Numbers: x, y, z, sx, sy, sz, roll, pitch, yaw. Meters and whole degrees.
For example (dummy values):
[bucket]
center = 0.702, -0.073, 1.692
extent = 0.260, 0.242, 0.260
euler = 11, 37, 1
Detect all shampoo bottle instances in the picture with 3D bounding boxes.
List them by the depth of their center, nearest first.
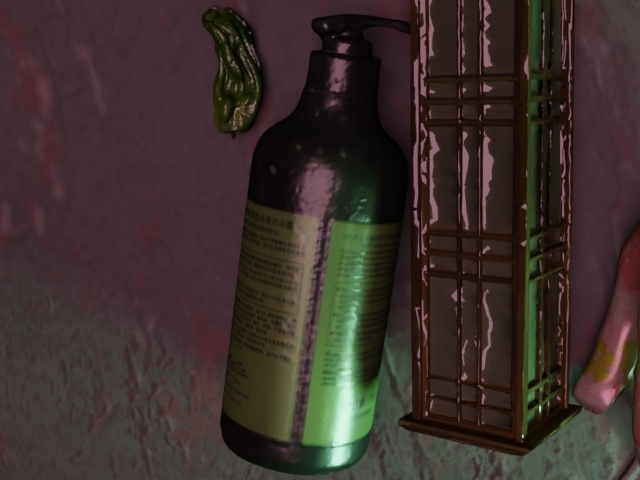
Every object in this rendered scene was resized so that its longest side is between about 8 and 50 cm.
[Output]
[shampoo bottle]
center = 0.000, 0.000, 0.562
extent = 0.101, 0.101, 0.284
euler = 9, 101, 11

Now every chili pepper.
[chili pepper]
center = -0.059, -0.113, 0.594
extent = 0.034, 0.030, 0.091
euler = -2, 97, 38

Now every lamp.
[lamp]
center = 0.103, -0.044, 0.525
extent = 0.089, 0.090, 0.325
euler = 6, 102, 36

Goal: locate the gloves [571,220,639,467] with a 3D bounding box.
[gloves]
center = 0.237, 0.061, 0.514
extent = 0.145, 0.126, 0.241
euler = 11, 95, 8
